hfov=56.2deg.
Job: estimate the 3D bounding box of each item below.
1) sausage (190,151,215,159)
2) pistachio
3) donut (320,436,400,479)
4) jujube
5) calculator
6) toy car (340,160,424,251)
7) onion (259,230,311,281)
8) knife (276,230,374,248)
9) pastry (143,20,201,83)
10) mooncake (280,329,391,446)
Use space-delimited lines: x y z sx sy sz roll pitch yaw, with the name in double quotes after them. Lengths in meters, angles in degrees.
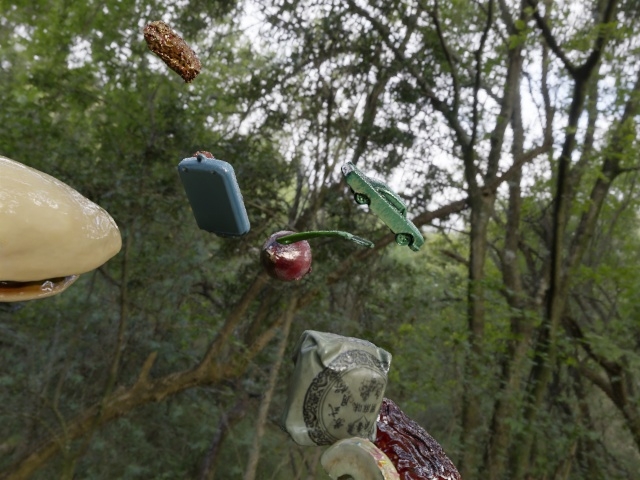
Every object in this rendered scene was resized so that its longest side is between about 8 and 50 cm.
-0.273 -0.157 1.491 0.076 0.076 0.141 12 -34 37 "sausage"
-0.388 -0.019 0.699 0.187 0.187 0.299 15 -1 30 "pistachio"
0.075 0.373 0.912 0.065 0.108 0.166 26 28 -45 "donut"
0.224 0.584 1.593 0.342 0.216 0.216 56 4 26 "jujube"
-0.213 -0.086 1.209 0.121 0.039 0.210 6 -47 21 "calculator"
0.187 -0.105 1.764 0.320 0.097 0.141 43 12 -17 "toy car"
-0.116 0.046 1.781 0.159 0.159 0.195 16 5 24 "onion"
0.001 -0.003 0.925 0.166 0.022 0.078 0 -18 39 "knife"
-0.314 -0.413 1.317 0.063 0.087 0.169 -14 -25 23 "pastry"
0.045 0.348 1.391 0.254 0.250 0.136 11 4 -33 "mooncake"
